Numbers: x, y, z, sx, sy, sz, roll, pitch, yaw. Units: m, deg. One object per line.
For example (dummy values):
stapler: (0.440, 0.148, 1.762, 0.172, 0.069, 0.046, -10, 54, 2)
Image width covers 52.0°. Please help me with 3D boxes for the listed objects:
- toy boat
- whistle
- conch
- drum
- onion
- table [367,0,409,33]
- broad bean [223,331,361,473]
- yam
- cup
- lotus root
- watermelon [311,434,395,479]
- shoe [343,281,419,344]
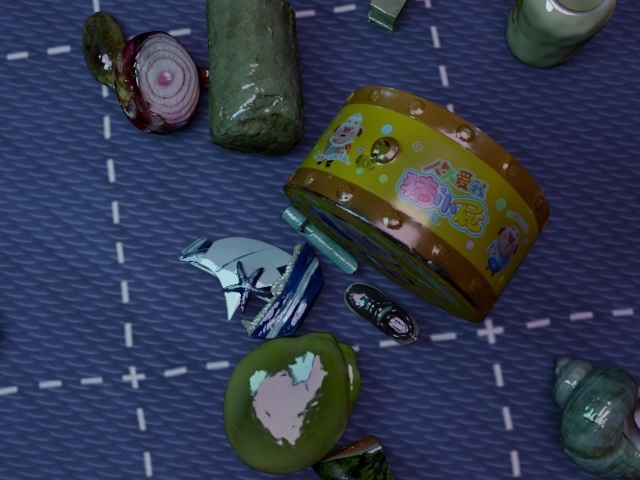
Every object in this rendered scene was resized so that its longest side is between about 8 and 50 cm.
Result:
toy boat: (-0.139, 0.089, 1.279, 0.292, 0.070, 0.210, 4, 62, 0)
whistle: (0.000, 0.000, 1.319, 0.186, 0.039, 0.039, 41, 85, 5)
conch: (0.534, 0.329, 1.216, 0.220, 0.195, 0.277, -27, 59, -23)
drum: (0.161, -0.056, 1.140, 0.431, 0.431, 0.214, 34, 84, 4)
onion: (-0.307, -0.318, 1.320, 0.218, 0.140, 0.195, -26, 104, -41)
table: (0.142, -0.487, 1.355, 0.062, 0.083, 0.079, 30, 83, 3)
broad bean: (-0.055, 0.297, 1.240, 0.238, 0.119, 0.291, 38, 84, 7)
yam: (-0.128, -0.323, 1.282, 0.195, 0.195, 0.300, -4, 82, 0)
cup: (0.506, -0.474, 1.292, 0.255, 0.202, 0.173, -30, 83, -4)
lotus root: (-0.441, -0.389, 1.348, 0.089, 0.080, 0.179, -18, 84, -3)
watermelon: (0.087, 0.451, 1.229, 0.137, 0.193, 0.145, -18, 83, -47)
shoe: (0.120, 0.140, 1.270, 0.169, 0.099, 0.071, 36, 87, 5)
